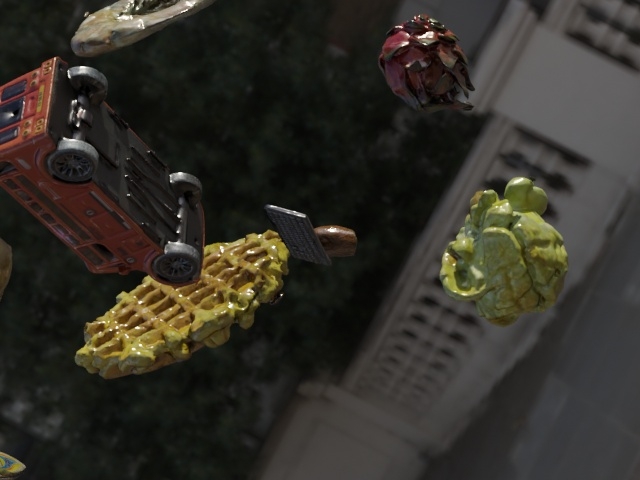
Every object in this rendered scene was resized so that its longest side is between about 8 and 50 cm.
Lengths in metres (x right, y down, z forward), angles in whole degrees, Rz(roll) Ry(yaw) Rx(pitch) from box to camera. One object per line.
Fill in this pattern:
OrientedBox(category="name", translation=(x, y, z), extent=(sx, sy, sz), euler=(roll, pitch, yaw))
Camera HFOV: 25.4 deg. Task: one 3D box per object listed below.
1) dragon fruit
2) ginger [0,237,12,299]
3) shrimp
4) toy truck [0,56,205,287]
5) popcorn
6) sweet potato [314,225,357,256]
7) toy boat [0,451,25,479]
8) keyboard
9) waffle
OrientedBox(category="dragon fruit", translation=(0.144, -0.235, 1.899), extent=(0.121, 0.130, 0.142), euler=(103, 163, -51))
OrientedBox(category="ginger", translation=(-0.529, 0.043, 1.857), extent=(0.244, 0.155, 0.304), euler=(-19, 8, -15))
OrientedBox(category="shrimp", translation=(-0.276, -0.395, 2.431), extent=(0.247, 0.085, 0.360), euler=(-5, 24, 39))
OrientedBox(category="toy truck", translation=(-0.207, -0.050, 1.334), extent=(0.114, 0.253, 0.107), euler=(-19, 48, 20))
OrientedBox(category="popcorn", translation=(0.204, 0.021, 1.541), extent=(0.162, 0.135, 0.141), euler=(-54, -21, -28))
OrientedBox(category="sweet potato", translation=(0.000, 0.000, 2.136), extent=(0.049, 0.117, 0.049), euler=(4, -90, -81))
OrientedBox(category="toy boat", translation=(-0.463, 0.293, 1.846), extent=(0.066, 0.084, 0.210), euler=(-43, -30, 21))
OrientedBox(category="keyboard", translation=(-0.024, -0.004, 1.588), extent=(0.155, 0.053, 0.010), euler=(61, -134, -66))
OrientedBox(category="waffle", translation=(-0.180, 0.087, 1.949), extent=(0.302, 0.068, 0.325), euler=(-16, 24, 26))
